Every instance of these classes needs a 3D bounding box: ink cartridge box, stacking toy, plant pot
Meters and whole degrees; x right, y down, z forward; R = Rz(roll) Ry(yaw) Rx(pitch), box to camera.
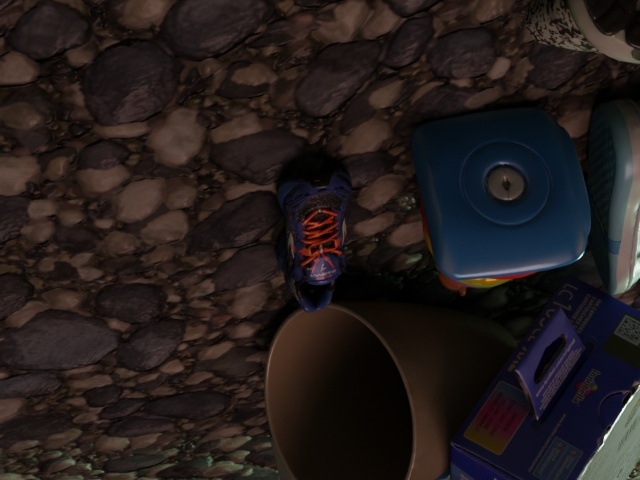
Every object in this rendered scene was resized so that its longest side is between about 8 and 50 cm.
[{"bbox_3d":[0.054,0.285,1.908,0.171,0.168,0.233,-5,149,-20],"label":"ink cartridge box"},{"bbox_3d":[0.172,-0.005,1.523,0.165,0.175,0.302,-8,161,-8],"label":"stacking toy"},{"bbox_3d":[0.115,0.181,1.725,0.274,0.256,0.256,-10,154,-43],"label":"plant pot"},{"bbox_3d":[0.279,0.233,1.665,0.270,0.151,0.395,-51,157,-26],"label":"ink cartridge box"}]

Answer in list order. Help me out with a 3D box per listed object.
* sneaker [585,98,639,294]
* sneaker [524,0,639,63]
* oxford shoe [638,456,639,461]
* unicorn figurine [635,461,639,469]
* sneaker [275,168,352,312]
[{"bbox_3d":[0.403,-0.053,1.554,0.208,0.127,0.319,-13,151,-2],"label":"sneaker"},{"bbox_3d":[0.361,-0.228,1.279,0.410,0.158,0.182,-2,179,-25],"label":"sneaker"},{"bbox_3d":[0.446,0.271,2.129,0.169,0.130,0.449,-42,167,-11],"label":"oxford shoe"},{"bbox_3d":[0.575,0.333,2.309,0.111,0.162,0.060,7,136,23],"label":"unicorn figurine"},{"bbox_3d":[0.000,0.000,1.487,0.083,0.087,0.221,-12,150,-8],"label":"sneaker"}]
